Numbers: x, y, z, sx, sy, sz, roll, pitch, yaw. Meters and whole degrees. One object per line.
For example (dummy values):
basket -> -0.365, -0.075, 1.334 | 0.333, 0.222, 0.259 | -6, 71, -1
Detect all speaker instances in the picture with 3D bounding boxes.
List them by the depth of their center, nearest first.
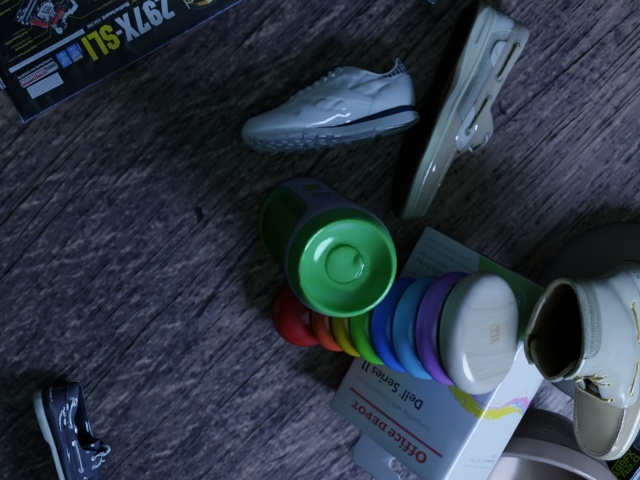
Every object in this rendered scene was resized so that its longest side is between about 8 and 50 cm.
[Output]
speaker -> 0.000, 0.000, 1.058 | 0.131, 0.296, 0.131 | -2, 102, -11

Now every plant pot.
plant pot -> 0.459, 0.129, 1.232 | 0.284, 0.191, 0.284 | -2, 101, -10
plant pot -> 0.308, 0.314, 1.254 | 0.237, 0.237, 0.110 | 32, 54, -15

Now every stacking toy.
stacking toy -> 0.074, 0.100, 1.105 | 0.141, 0.330, 0.141 | -3, 94, -47

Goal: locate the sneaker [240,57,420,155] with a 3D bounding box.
sneaker -> 0.008, -0.171, 1.146 | 0.235, 0.090, 0.095 | -11, 86, -10

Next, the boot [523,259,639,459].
boot -> 0.322, 0.159, 1.073 | 0.203, 0.095, 0.262 | -6, 109, -46

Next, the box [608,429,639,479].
box -> 0.547, 0.386, 1.365 | 0.216, 0.060, 0.270 | 34, 94, -19

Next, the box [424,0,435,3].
box -> 0.103, -0.478, 1.033 | 0.293, 0.073, 0.296 | 25, 97, -44

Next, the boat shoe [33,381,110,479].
boat shoe -> -0.314, 0.283, 1.170 | 0.065, 0.075, 0.206 | -19, 100, -4

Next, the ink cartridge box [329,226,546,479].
ink cartridge box -> 0.156, 0.188, 1.165 | 0.119, 0.207, 0.354 | 21, 98, -52

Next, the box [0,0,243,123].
box -> -0.271, -0.325, 1.019 | 0.322, 0.079, 0.257 | -28, 107, 9

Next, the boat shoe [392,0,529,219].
boat shoe -> 0.185, -0.159, 1.165 | 0.098, 0.109, 0.302 | 22, 91, -13
